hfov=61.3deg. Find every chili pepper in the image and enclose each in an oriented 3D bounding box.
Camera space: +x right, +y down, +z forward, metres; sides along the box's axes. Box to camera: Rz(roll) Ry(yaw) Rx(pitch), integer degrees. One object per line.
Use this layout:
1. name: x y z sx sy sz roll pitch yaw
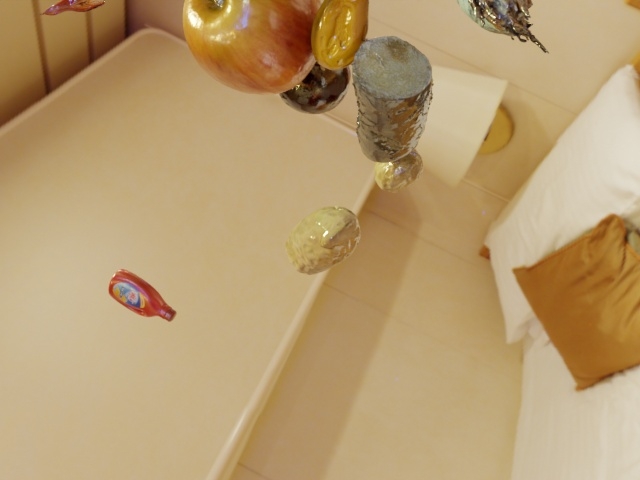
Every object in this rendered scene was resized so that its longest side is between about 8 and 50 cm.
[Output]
1. chili pepper: -0.623 -0.598 1.367 0.178 0.027 0.045 -23 -29 -8

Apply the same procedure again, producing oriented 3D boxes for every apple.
1. apple: -0.130 -0.428 1.051 0.233 0.286 0.286 4 -65 -59

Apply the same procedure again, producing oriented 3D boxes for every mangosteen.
1. mangosteen: -0.019 -0.459 1.462 0.216 0.216 0.216 -63 -3 -6

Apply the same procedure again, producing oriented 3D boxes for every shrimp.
1. shrimp: 0.241 -0.310 0.714 0.079 0.090 0.233 -57 43 40

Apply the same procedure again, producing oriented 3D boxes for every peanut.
1. peanut: 0.000 0.000 0.924 0.117 0.101 0.263 -55 3 -10
2. peanut: 0.214 -0.201 1.498 0.140 0.109 0.159 -28 27 10

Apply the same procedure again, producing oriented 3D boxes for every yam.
1. yam: 0.138 -0.262 1.035 0.154 0.153 0.254 -62 -18 -19

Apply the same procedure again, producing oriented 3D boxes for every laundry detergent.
1. laundry detergent: -0.405 0.138 1.235 0.049 0.165 0.097 -49 -11 -54

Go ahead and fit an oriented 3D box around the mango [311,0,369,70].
1. mango: 0.038 -0.386 0.966 0.066 0.101 0.188 -90 15 -44
